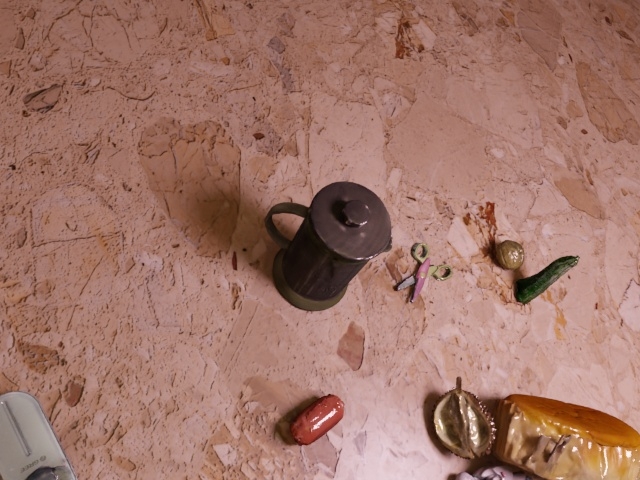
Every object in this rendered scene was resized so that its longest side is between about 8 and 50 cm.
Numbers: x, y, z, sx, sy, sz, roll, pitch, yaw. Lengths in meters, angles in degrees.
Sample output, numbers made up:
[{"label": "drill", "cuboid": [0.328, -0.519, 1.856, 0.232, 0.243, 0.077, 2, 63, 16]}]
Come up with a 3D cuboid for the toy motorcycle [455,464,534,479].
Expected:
[{"label": "toy motorcycle", "cuboid": [0.373, 0.601, 1.164, 0.260, 0.110, 0.171, -34, 64, -23]}]

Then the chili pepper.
[{"label": "chili pepper", "cuboid": [0.634, 0.100, 1.426, 0.059, 0.227, 0.088, 23, 55, -8]}]

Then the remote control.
[{"label": "remote control", "cuboid": [-0.534, 0.395, 0.948, 0.104, 0.052, 0.247, -26, 77, -28]}]

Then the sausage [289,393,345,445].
[{"label": "sausage", "cuboid": [-0.006, 0.394, 1.133, 0.141, 0.076, 0.076, -29, 78, -28]}]

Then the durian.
[{"label": "durian", "cuboid": [0.347, 0.420, 1.227, 0.091, 0.148, 0.189, 10, 70, -55]}]

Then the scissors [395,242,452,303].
[{"label": "scissors", "cuboid": [0.277, 0.095, 1.415, 0.133, 0.020, 0.187, 42, 57, 7]}]

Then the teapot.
[{"label": "teapot", "cuboid": [0.000, 0.000, 1.175, 0.270, 0.337, 0.200, 31, 58, -3]}]

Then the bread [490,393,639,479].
[{"label": "bread", "cuboid": [0.586, 0.478, 1.235, 0.388, 0.236, 0.183, 20, 77, -22]}]

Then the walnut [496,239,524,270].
[{"label": "walnut", "cuboid": [0.558, 0.043, 1.513, 0.092, 0.092, 0.092, 8, 63, -17]}]
